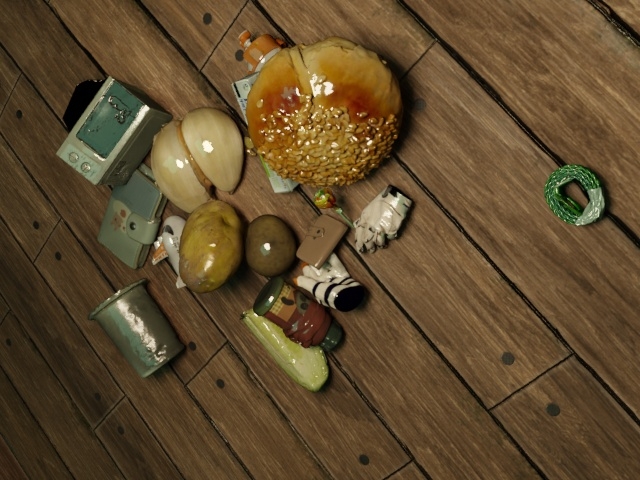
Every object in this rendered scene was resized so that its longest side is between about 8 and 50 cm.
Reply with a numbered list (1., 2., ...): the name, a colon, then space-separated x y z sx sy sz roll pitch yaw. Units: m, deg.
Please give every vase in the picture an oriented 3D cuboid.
1. vase: -0.619 0.309 1.930 0.245 0.245 0.291 -39 86 28

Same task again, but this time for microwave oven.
1. microwave oven: -0.653 -0.343 1.775 0.181 0.237 0.295 38 98 -1

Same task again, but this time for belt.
1. belt: 0.592 -0.103 1.297 0.121 0.079 0.151 -32 84 28

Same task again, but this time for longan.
1. longan: -0.148 0.015 1.660 0.167 0.167 0.187 -23 86 29

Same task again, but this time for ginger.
1. ginger: -0.233 -0.297 1.724 0.097 0.030 0.048 39 112 19

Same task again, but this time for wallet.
1. wallet: -0.662 -0.088 1.963 0.252 0.083 0.360 37 115 24
2. wallet: 0.000 0.000 1.604 0.118 0.039 0.152 28 85 47

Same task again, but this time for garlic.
1. garlic: -0.379 -0.253 1.727 0.286 0.249 0.313 -13 84 -10

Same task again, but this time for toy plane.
1. toy plane: -0.468 0.037 1.861 0.245 0.117 0.244 6 103 28

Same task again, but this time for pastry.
1. pastry: 0.011 -0.303 1.407 0.409 0.409 0.245 -27 44 29

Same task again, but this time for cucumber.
1. cucumber: -0.096 0.318 1.723 0.325 0.145 0.105 49 154 9

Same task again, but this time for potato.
1. potato: -0.325 0.039 1.647 0.229 0.266 0.229 1 119 2

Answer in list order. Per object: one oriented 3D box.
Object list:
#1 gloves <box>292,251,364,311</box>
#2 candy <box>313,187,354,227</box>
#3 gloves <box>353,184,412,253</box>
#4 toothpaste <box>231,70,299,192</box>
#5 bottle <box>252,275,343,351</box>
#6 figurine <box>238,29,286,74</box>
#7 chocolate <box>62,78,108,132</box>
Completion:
1. gloves: 0.021 0.120 1.618 0.140 0.131 0.219 -45 35 -11
2. candy: 0.046 -0.082 1.538 0.060 0.201 0.060 -17 56 27
3. gloves: 0.156 -0.047 1.525 0.127 0.111 0.212 38 106 12
4. toothpaste: -0.144 -0.302 1.582 0.067 0.081 0.336 -4 119 34
5. bottle: -0.055 0.221 1.641 0.271 0.143 0.156 35 75 -15
6. figurine: -0.135 -0.479 1.580 0.143 0.143 0.271 -32 82 29
7. chocolate: -0.751 -0.454 1.931 0.224 0.206 0.177 -60 27 13
